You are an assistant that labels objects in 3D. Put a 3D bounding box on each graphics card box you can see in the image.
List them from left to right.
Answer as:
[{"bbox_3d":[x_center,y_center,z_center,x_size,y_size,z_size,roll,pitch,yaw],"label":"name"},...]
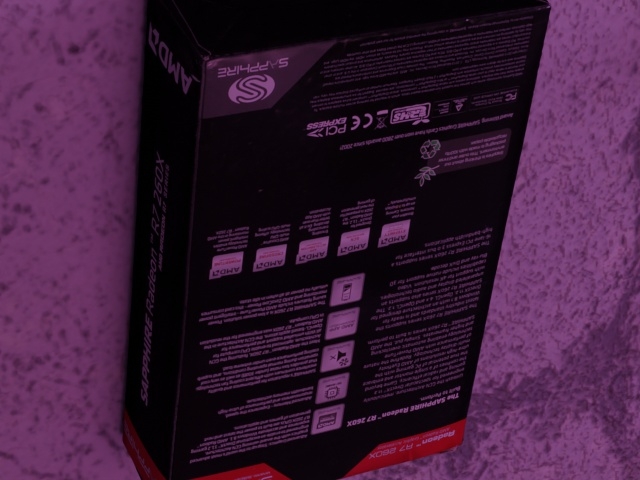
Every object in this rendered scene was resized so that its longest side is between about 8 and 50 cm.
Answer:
[{"bbox_3d":[0.000,0.000,1.223,0.233,0.094,0.371,-12,132,-22],"label":"graphics card box"}]
